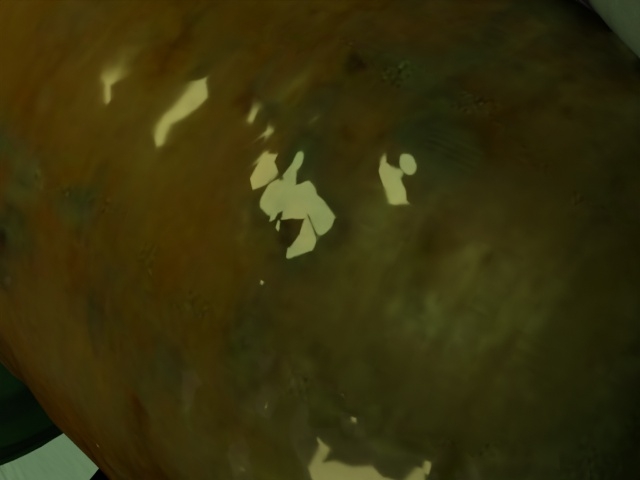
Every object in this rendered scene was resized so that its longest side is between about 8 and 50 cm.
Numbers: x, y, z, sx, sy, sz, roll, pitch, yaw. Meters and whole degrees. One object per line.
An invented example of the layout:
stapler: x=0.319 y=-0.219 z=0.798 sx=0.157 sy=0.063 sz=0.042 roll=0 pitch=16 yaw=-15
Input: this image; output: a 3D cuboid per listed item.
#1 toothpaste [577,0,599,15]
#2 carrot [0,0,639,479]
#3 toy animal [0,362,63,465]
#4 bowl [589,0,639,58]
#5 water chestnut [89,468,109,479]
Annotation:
toothpaste: x=0.046 y=-0.128 z=0.585 sx=0.299 sy=0.073 sz=0.114 roll=36 pitch=168 yaw=35
carrot: x=0.000 y=0.000 z=0.659 sx=0.341 sy=0.224 sz=0.224 roll=30 pitch=151 yaw=33
toy animal: x=-0.262 y=0.041 z=1.193 sx=0.338 sy=0.191 sz=0.216 roll=13 pitch=139 yaw=52
bowl: x=0.103 y=-0.093 z=0.418 sx=0.189 sy=0.086 sz=0.189 roll=17 pitch=117 yaw=39
water chestnut: x=0.020 y=0.177 z=0.913 sx=0.300 sy=0.300 sz=0.300 roll=37 pitch=154 yaw=21
